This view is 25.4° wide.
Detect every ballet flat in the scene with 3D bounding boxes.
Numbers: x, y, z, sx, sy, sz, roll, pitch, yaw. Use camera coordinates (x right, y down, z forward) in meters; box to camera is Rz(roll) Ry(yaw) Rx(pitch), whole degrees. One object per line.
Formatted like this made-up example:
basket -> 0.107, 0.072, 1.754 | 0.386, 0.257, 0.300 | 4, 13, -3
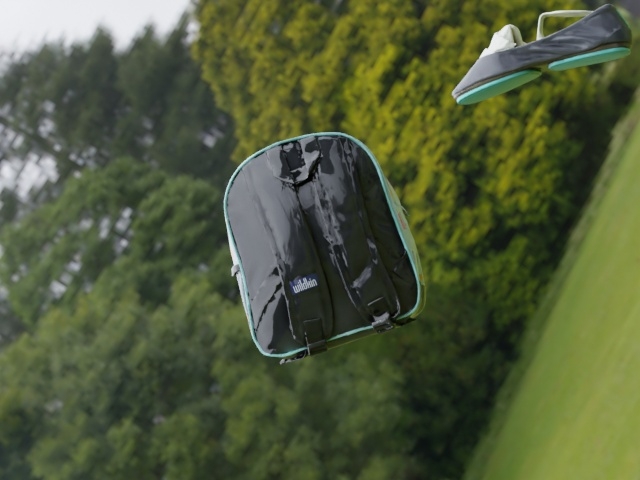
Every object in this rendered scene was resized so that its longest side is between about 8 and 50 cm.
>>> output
ballet flat -> 0.233, -0.205, 1.526 | 0.203, 0.074, 0.074 | -16, 5, 21

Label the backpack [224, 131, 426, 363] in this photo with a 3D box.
backpack -> 0.000, 0.000, 1.289 | 0.165, 0.188, 0.144 | -19, 0, 7
